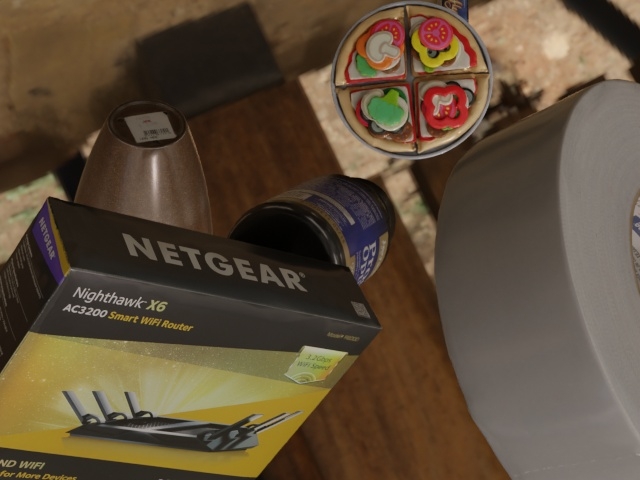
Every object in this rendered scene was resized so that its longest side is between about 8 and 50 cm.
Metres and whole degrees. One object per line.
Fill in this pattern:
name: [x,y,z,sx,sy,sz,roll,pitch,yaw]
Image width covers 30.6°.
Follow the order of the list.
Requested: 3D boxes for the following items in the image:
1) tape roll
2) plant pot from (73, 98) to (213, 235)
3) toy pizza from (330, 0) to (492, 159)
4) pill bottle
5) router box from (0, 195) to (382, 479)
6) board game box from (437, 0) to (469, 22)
tape roll: [0.152,0.036,0.567,0.072,0.219,0.219,-24,173,40]
plant pot: [-0.246,-0.074,1.640,0.215,0.215,0.230,-20,142,-29]
toy pizza: [0.112,-0.201,1.446,0.201,0.201,0.032,-25,174,0]
pill bottle: [0.000,0.000,1.182,0.122,0.123,0.219,-30,-179,25]
router box: [-0.138,0.106,0.973,0.308,0.081,0.243,13,125,-39]
board game box: [0.211,-0.352,1.882,0.042,0.165,0.243,-1,157,4]
